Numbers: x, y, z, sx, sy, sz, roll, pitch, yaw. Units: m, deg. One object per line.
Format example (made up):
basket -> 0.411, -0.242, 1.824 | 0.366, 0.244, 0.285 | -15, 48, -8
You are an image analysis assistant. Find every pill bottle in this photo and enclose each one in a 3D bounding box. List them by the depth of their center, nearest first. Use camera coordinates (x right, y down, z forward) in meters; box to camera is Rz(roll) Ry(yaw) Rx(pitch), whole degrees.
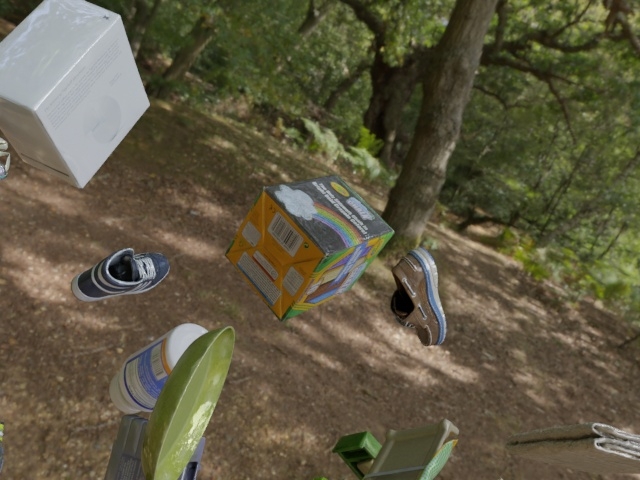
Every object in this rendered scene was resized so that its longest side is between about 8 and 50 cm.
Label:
pill bottle -> -0.373, 0.312, 1.354 | 0.152, 0.272, 0.152 | 35, 38, -33

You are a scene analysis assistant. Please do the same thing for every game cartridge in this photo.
game cartridge -> -0.373, 0.565, 1.203 | 0.230, 0.354, 0.068 | 2, -15, 37

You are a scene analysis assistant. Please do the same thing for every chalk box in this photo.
chalk box -> 0.000, 0.000, 1.111 | 0.180, 0.179, 0.289 | 47, 34, 20

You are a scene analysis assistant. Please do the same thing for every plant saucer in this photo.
plant saucer -> -0.185, 0.226, 0.798 | 0.037, 0.240, 0.241 | 20, 10, 5

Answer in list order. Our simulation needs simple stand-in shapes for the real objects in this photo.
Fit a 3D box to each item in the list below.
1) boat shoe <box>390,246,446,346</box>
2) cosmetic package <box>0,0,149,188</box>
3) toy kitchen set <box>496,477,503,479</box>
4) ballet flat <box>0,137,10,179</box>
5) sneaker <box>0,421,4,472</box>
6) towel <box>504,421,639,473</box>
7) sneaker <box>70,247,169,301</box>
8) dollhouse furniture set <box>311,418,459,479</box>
boat shoe -> 0.139, 0.094, 0.862 | 0.066, 0.183, 0.066 | -25, 33, -13
cosmetic package -> -0.434, -0.255, 0.991 | 0.138, 0.224, 0.224 | 25, -26, 8
toy kitchen set -> 0.377, 0.663, 1.249 | 0.207, 0.166, 0.122 | 58, 16, 17
ballet flat -> -0.505, -0.138, 0.894 | 0.041, 0.041, 0.114 | 10, 47, -50
sneaker -> -0.767, 0.447, 1.118 | 0.300, 0.111, 0.121 | -8, 65, -43
towel -> 0.463, 0.355, 0.980 | 0.187, 0.049, 0.282 | 16, -25, -7
sneaker -> -0.451, 0.072, 1.421 | 0.282, 0.153, 0.099 | -19, 84, -56
dollhouse furniture set -> 0.127, 0.447, 1.003 | 0.151, 0.302, 0.197 | 52, 45, -7
